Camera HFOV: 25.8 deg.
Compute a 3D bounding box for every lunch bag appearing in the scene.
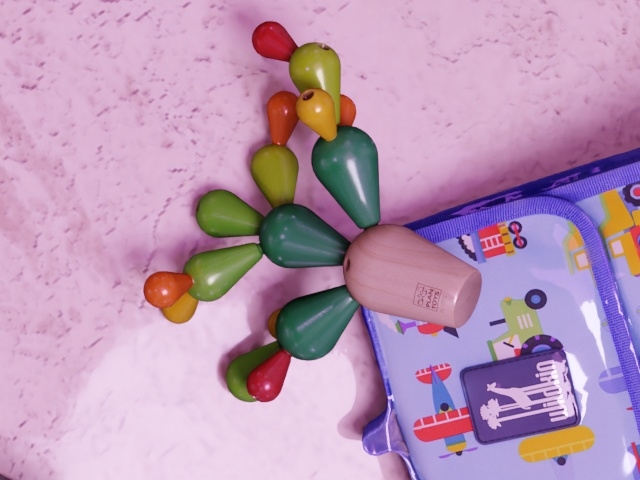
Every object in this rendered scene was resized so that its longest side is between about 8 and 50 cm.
[{"bbox_3d":[0.163,0.071,0.843,0.293,0.138,0.221,-18,94,1],"label":"lunch bag"}]

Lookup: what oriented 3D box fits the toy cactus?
[{"bbox_3d":[0.000,0.000,0.777,0.180,0.112,0.219,20,97,27],"label":"toy cactus"}]

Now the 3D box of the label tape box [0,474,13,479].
[{"bbox_3d":[-0.328,0.183,0.727,0.334,0.106,0.240,28,84,-11],"label":"label tape box"}]
